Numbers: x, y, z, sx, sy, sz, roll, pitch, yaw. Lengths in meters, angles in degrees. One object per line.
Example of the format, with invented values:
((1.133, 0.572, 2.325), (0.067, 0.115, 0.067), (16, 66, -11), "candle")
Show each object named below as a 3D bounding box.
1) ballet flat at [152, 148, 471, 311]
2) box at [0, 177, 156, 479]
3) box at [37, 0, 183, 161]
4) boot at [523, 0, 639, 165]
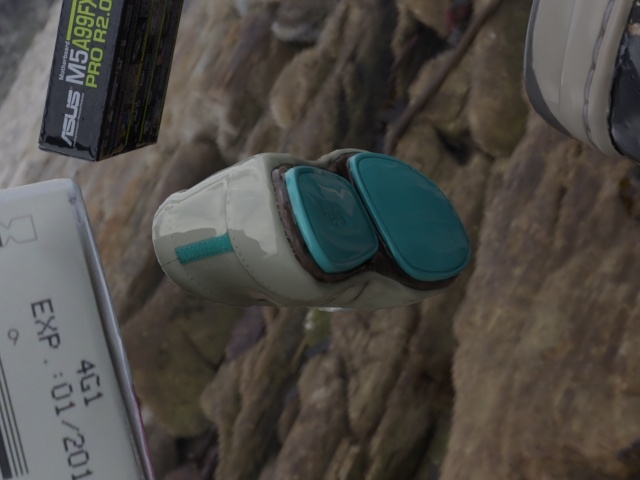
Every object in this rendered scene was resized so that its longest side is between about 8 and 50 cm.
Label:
((0.000, 0.000, 0.594), (0.086, 0.086, 0.248), (-59, -21, 10), "ballet flat")
((-0.158, 0.072, 0.464), (0.232, 0.148, 0.127), (149, 106, -71), "box")
((-0.187, -0.219, 1.186), (0.216, 0.060, 0.270), (-54, -23, -78), "box")
((0.209, -0.102, 0.276), (0.138, 0.284, 0.377), (-23, -36, -34), "boot")
